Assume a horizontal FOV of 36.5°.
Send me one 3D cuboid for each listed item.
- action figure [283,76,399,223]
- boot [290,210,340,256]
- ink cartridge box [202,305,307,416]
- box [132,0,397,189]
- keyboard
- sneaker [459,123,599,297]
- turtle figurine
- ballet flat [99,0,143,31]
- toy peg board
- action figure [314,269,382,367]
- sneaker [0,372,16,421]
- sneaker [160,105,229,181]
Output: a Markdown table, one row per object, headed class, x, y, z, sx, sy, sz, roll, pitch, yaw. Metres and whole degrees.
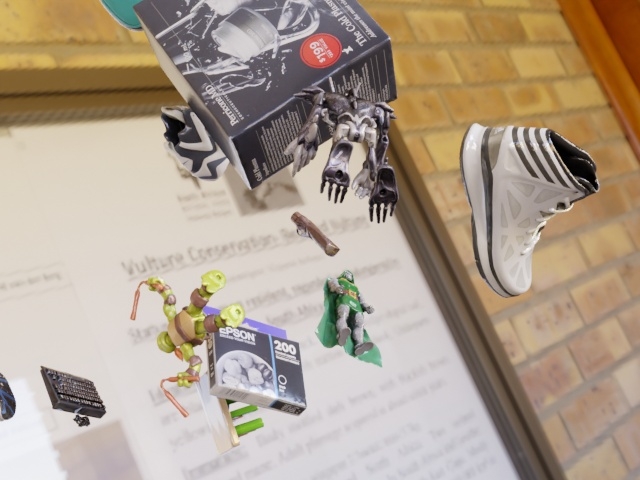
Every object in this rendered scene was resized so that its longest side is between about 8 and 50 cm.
| class | x | y | z | sx | sy | sz | roll | pitch | yaw |
| --- | --- | --- | --- | --- | --- | --- | --- | --- | --- |
| action figure | 0.032 | -0.133 | 1.393 | 0.164 | 0.276 | 0.141 | 16 | -60 | -14 |
| boot | 0.000 | 0.000 | 1.855 | 0.037 | 0.114 | 0.106 | -51 | -28 | 0 |
| ink cartridge box | -0.127 | 0.221 | 1.869 | 0.206 | 0.208 | 0.045 | 20 | -49 | -32 |
| box | -0.093 | -0.323 | 1.675 | 0.312 | 0.343 | 0.179 | -34 | -26 | -7 |
| keyboard | -0.416 | 0.271 | 1.662 | 0.023 | 0.108 | 0.180 | -27 | -20 | 6 |
| sneaker | 0.459 | -0.046 | 2.054 | 0.257 | 0.448 | 0.169 | 3 | 42 | 27 |
| turtle figurine | -0.228 | 0.162 | 1.739 | 0.087 | 0.270 | 0.217 | 2 | -30 | -48 |
| ballet flat | -0.424 | -0.597 | 1.885 | 0.139 | 0.400 | 0.139 | -32 | 12 | 7 |
| toy peg board | -0.184 | 0.344 | 1.996 | 0.079 | 0.161 | 0.160 | -15 | -13 | -21 |
| action figure | 0.048 | 0.119 | 1.708 | 0.063 | 0.137 | 0.232 | -49 | 20 | 20 |
| sneaker | -0.585 | 0.211 | 1.609 | 0.081 | 0.211 | 0.080 | -23 | -1 | 6 |
| sneaker | -0.222 | -0.245 | 1.834 | 0.153 | 0.235 | 0.094 | 31 | -12 | -37 |
